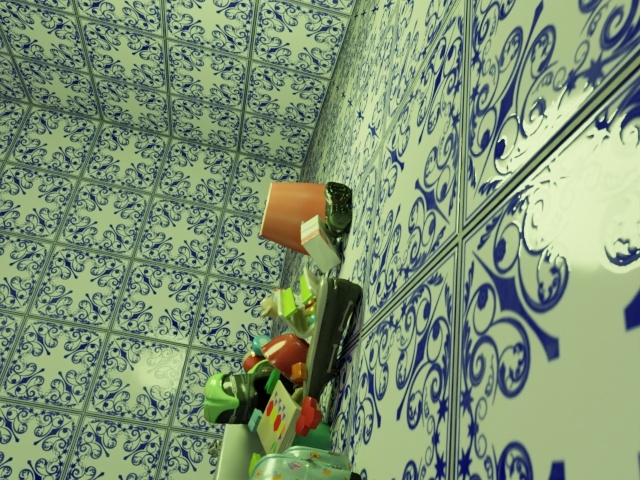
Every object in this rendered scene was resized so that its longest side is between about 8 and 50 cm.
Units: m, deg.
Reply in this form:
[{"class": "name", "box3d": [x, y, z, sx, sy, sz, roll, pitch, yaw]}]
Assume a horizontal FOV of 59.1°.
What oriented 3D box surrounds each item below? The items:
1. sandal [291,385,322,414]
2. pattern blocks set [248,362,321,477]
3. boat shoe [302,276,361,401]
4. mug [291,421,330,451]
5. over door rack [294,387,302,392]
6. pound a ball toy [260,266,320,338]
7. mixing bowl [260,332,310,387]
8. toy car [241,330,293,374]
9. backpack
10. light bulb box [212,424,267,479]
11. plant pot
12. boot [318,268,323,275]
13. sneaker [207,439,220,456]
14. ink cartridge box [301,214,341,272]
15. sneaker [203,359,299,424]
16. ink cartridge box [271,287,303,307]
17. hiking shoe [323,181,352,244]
[{"class": "sandal", "box3d": [-0.030, 0.420, 1.428, 0.240, 0.079, 0.088, -16, -56, -77]}, {"class": "pattern blocks set", "box3d": [-0.092, 0.415, 1.279, 0.285, 0.026, 0.325, -63, 20, 8]}, {"class": "boat shoe", "box3d": [0.023, 0.244, 1.311, 0.112, 0.096, 0.335, -95, 14, -70]}, {"class": "mug", "box3d": [-0.043, 0.482, 1.301, 0.157, 0.097, 0.129, 114, 166, -56]}, {"class": "over door rack", "box3d": [-0.092, 0.582, 1.496, 0.324, 0.108, 0.239, -90, 15, -62]}, {"class": "pound a ball toy", "box3d": [-0.073, 0.214, 1.735, 0.208, 0.136, 0.319, -41, 10, 2]}, {"class": "mixing bowl", "box3d": [-0.077, 0.338, 1.663, 0.098, 0.181, 0.181, -50, 7, -2]}, {"class": "toy car", "box3d": [-0.154, 0.493, 2.043, 0.238, 0.210, 0.219, 57, 138, 39]}, {"class": "backpack", "box3d": [-0.036, 0.435, 0.946, 0.144, 0.188, 0.165, -91, 14, -62]}, {"class": "light bulb box", "box3d": [-0.224, 0.795, 1.682, 0.358, 0.225, 0.361, -90, 14, -61]}, {"class": "plant pot", "box3d": [-0.074, -0.083, 1.964, 0.275, 0.243, 0.275, -168, 90, -83]}, {"class": "boot", "box3d": [0.020, 0.055, 1.824, 0.118, 0.042, 0.087, -86, 17, -45]}, {"class": "sneaker", "box3d": [-0.328, 0.638, 1.732, 0.032, 0.037, 0.083, -81, 8, -50]}, {"class": "ink cartridge box", "box3d": [0.000, 0.000, 1.698, 0.067, 0.115, 0.198, -33, 20, 11]}, {"class": "sneaker", "box3d": [-0.158, 0.467, 1.691, 0.483, 0.202, 0.185, 7, -94, -69]}, {"class": "ink cartridge box", "box3d": [-0.121, 0.240, 2.217, 0.099, 0.135, 0.056, -106, 32, -75]}, {"class": "hiking shoe", "box3d": [0.040, -0.089, 1.697, 0.227, 0.086, 0.114, -88, 16, -53]}]
